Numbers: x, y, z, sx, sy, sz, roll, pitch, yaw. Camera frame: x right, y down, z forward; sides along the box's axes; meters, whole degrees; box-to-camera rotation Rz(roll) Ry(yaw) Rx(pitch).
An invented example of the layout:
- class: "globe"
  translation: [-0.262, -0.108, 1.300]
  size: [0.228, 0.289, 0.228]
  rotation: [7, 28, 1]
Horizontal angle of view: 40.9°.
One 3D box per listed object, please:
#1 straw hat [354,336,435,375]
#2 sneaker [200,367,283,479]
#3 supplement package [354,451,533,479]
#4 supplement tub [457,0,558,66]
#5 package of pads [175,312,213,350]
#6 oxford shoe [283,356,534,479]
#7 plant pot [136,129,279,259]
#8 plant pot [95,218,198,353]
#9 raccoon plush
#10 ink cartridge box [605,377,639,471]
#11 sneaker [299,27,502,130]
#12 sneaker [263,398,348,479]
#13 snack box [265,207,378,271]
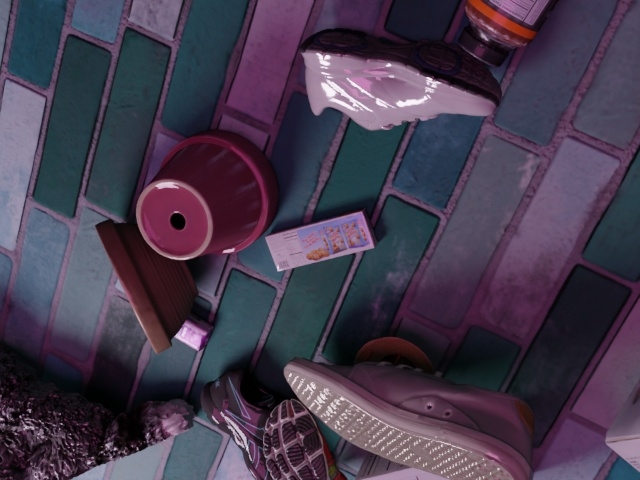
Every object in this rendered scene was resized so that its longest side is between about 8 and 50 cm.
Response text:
- class: "straw hat"
  translation: [0.132, 0.207, 1.396]
  size: [0.144, 0.061, 0.145]
  rotation: [9, 110, 26]
- class: "sneaker"
  translation: [-0.096, 0.340, 1.506]
  size: [0.106, 0.101, 0.267]
  rotation: [-41, 93, 25]
- class: "supplement package"
  translation: [0.201, 0.384, 1.394]
  size: [0.244, 0.134, 0.139]
  rotation: [-20, 102, 25]
- class: "supplement tub"
  translation: [0.261, -0.330, 1.128]
  size: [0.106, 0.106, 0.198]
  rotation: [34, 117, 5]
- class: "package of pads"
  translation: [-0.237, 0.156, 1.527]
  size: [0.083, 0.032, 0.050]
  rotation: [30, 119, 8]
- class: "oxford shoe"
  translation: [0.132, 0.254, 1.309]
  size: [0.449, 0.130, 0.169]
  rotation: [10, 142, 40]
- class: "plant pot"
  translation: [-0.188, -0.059, 1.348]
  size: [0.201, 0.180, 0.201]
  rotation: [6, 110, 18]
- class: "plant pot"
  translation: [-0.277, 0.059, 1.433]
  size: [0.109, 0.237, 0.237]
  rotation: [-26, 101, -11]
- class: "raccoon plush"
  translation: [-0.485, 0.289, 1.628]
  size: [0.446, 0.216, 0.299]
  rotation: [-22, 87, -4]
- class: "ink cartridge box"
  translation: [0.566, 0.283, 1.182]
  size: [0.273, 0.197, 0.114]
  rotation: [39, 159, 3]
- class: "sneaker"
  translation: [0.113, -0.220, 1.238]
  size: [0.297, 0.111, 0.129]
  rotation: [15, 129, 18]
- class: "sneaker"
  translation: [-0.009, 0.402, 1.462]
  size: [0.107, 0.118, 0.279]
  rotation: [-25, 83, 14]
- class: "snack box"
  translation: [0.000, 0.000, 1.389]
  size: [0.178, 0.022, 0.064]
  rotation: [-14, 103, 24]
